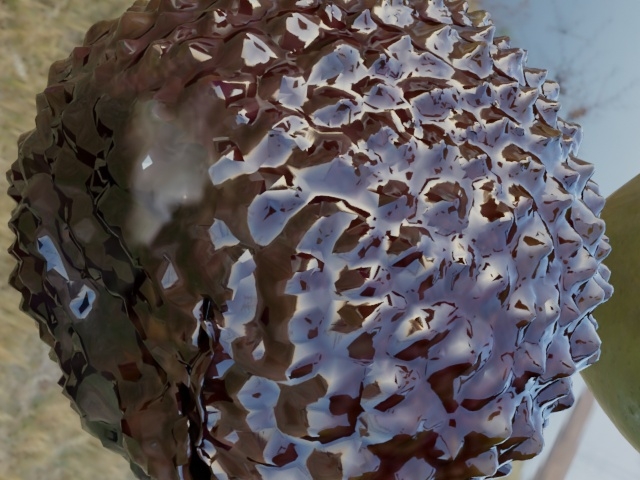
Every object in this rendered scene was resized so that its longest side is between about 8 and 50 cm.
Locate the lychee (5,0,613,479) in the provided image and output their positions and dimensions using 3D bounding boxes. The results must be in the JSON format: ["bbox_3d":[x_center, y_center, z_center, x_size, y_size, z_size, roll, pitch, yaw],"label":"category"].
[{"bbox_3d":[0.000,0.000,0.411,0.188,0.188,0.188,-52,155,-35],"label":"lychee"}]

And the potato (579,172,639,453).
[{"bbox_3d":[0.316,0.060,1.021,0.221,0.326,0.243,3,119,-23],"label":"potato"}]
